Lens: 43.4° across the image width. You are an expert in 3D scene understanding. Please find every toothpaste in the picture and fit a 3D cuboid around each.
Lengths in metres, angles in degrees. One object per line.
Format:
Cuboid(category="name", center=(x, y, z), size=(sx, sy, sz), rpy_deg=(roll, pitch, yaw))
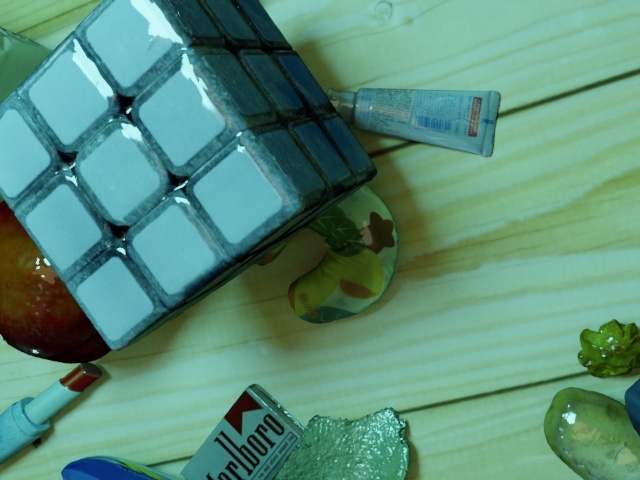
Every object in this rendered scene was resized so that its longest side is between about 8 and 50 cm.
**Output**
Cuboid(category="toothpaste", center=(0.124, -0.174, 1.110), size=(0.234, 0.057, 0.089), rpy_deg=(8, 93, 12))

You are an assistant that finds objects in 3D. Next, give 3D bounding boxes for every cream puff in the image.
Cuboid(category="cream puff", center=(0.367, 0.139, 1.016), size=(0.083, 0.058, 0.083), rpy_deg=(17, 96, 16))

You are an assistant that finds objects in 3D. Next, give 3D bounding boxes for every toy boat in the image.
Cuboid(category="toy boat", center=(-0.286, 0.393, 1.216), size=(0.295, 0.088, 0.129), rpy_deg=(11, 107, 30))

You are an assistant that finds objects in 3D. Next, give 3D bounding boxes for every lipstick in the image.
Cuboid(category="lipstick", center=(-0.455, 0.276, 1.283), size=(0.274, 0.061, 0.068), rpy_deg=(-38, 76, 14))

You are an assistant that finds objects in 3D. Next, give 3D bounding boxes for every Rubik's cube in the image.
Cuboid(category="Rubik's cube", center=(-0.161, -0.101, 0.964), size=(0.303, 0.301, 0.305), rpy_deg=(-37, 88, 23))

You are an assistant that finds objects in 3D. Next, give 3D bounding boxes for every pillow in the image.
Cuboid(category="pillow", center=(0.000, 0.000, 1.135), size=(0.233, 0.086, 0.214), rpy_deg=(47, 113, 11))

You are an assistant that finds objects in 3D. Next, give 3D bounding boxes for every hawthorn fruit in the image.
Cuboid(category="hawthorn fruit", center=(-0.361, 0.024, 1.164), size=(0.307, 0.265, 0.265), rpy_deg=(41, 102, 31))

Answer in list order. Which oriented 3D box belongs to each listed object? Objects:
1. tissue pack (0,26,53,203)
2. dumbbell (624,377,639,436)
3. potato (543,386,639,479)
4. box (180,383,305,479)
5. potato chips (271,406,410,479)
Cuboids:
Cuboid(category="tissue pack", center=(-0.594, -0.168, 1.216), size=(0.207, 0.297, 0.381), rpy_deg=(23, 98, 19))
Cuboid(category="dumbbell", center=(0.507, 0.145, 0.897), size=(0.324, 0.144, 0.160), rpy_deg=(-36, 76, 1))
Cuboid(category="potato", center=(0.359, 0.256, 1.005), size=(0.170, 0.080, 0.107), rpy_deg=(31, 89, 7))
Cuboid(category="box", center=(-0.113, 0.314, 1.183), size=(0.115, 0.036, 0.177), rpy_deg=(41, 101, 16))
Cuboid(category="potato chips", center=(0.016, 0.328, 1.127), size=(0.228, 0.059, 0.167), rpy_deg=(-8, 96, 6))
